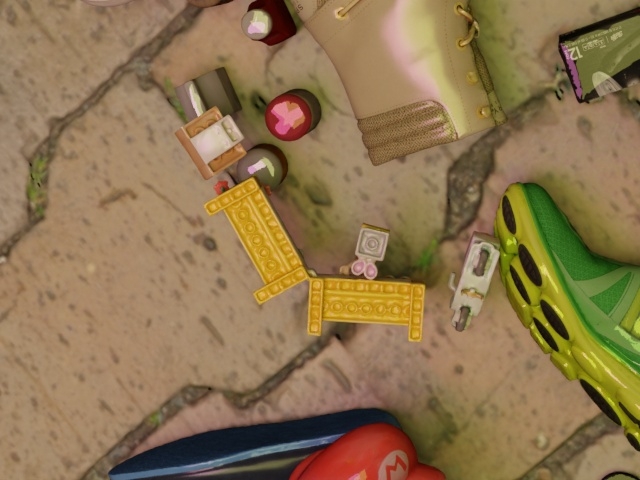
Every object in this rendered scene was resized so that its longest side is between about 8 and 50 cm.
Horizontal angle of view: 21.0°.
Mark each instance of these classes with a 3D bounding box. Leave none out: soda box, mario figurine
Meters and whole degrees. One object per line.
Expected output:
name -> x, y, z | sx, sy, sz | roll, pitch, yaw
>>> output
soda box -> 0.276, -0.164, 1.371 | 0.168, 0.060, 0.053 | -19, 100, 12
mario figurine -> 0.076, 0.290, 1.390 | 0.170, 0.198, 0.321 | -13, 120, -1

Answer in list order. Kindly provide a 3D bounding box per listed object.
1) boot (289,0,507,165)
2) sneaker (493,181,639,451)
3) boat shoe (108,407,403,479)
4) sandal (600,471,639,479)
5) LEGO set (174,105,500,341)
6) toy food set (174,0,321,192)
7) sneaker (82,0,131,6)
boot -> 0.115, -0.191, 1.375 | 0.262, 0.095, 0.203 | -25, 95, 14
sneaker -> 0.252, 0.066, 1.409 | 0.123, 0.109, 0.295 | -39, 86, -17
boat shoe -> -0.054, 0.211, 1.471 | 0.258, 0.109, 0.089 | -8, 102, 13
sandal -> 0.223, 0.279, 1.469 | 0.067, 0.040, 0.179 | 27, 103, 4
LEGO set -> 0.000, 0.000, 1.418 | 0.287, 0.107, 0.132 | 26, 98, 0
toy food set -> -0.077, -0.149, 1.409 | 0.111, 0.104, 0.232 | -22, 96, 12
sneaker -> -0.197, -0.356, 1.319 | 0.131, 0.148, 0.350 | -14, 77, 9
